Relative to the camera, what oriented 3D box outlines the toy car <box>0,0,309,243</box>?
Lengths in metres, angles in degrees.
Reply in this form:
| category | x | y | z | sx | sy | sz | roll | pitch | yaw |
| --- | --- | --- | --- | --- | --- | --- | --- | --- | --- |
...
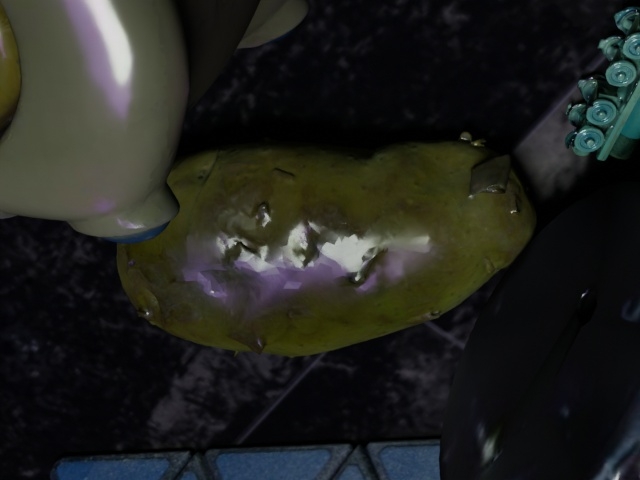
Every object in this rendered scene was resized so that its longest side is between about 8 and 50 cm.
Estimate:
| category | x | y | z | sx | sy | sz | roll | pitch | yaw |
| --- | --- | --- | --- | --- | --- | --- | --- | --- | --- |
| toy car | -0.066 | -0.189 | 0.754 | 0.226 | 0.242 | 0.336 | 3 | 124 | 17 |

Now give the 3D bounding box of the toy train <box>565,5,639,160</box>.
| category | x | y | z | sx | sy | sz | roll | pitch | yaw |
| --- | --- | --- | --- | --- | --- | --- | --- | --- | --- |
| toy train | 0.150 | -0.075 | 0.906 | 0.045 | 0.029 | 0.092 | 11 | 134 | -11 |

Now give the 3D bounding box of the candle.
| category | x | y | z | sx | sy | sz | roll | pitch | yaw |
| --- | --- | --- | --- | --- | --- | --- | --- | --- | --- |
| candle | 0.245 | 0.125 | 0.902 | 0.342 | 0.221 | 0.221 | 28 | 130 | -14 |

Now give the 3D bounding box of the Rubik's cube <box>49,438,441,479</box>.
| category | x | y | z | sx | sy | sz | roll | pitch | yaw |
| --- | --- | --- | --- | --- | --- | --- | --- | --- | --- |
| Rubik's cube | -0.018 | 0.240 | 1.122 | 0.229 | 0.228 | 0.233 | 175 | 90 | -66 |

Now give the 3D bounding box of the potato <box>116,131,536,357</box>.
| category | x | y | z | sx | sy | sz | roll | pitch | yaw |
| --- | --- | --- | --- | --- | --- | --- | --- | --- | --- |
| potato | 0.000 | 0.000 | 0.970 | 0.225 | 0.090 | 0.117 | -7 | 118 | 14 |
